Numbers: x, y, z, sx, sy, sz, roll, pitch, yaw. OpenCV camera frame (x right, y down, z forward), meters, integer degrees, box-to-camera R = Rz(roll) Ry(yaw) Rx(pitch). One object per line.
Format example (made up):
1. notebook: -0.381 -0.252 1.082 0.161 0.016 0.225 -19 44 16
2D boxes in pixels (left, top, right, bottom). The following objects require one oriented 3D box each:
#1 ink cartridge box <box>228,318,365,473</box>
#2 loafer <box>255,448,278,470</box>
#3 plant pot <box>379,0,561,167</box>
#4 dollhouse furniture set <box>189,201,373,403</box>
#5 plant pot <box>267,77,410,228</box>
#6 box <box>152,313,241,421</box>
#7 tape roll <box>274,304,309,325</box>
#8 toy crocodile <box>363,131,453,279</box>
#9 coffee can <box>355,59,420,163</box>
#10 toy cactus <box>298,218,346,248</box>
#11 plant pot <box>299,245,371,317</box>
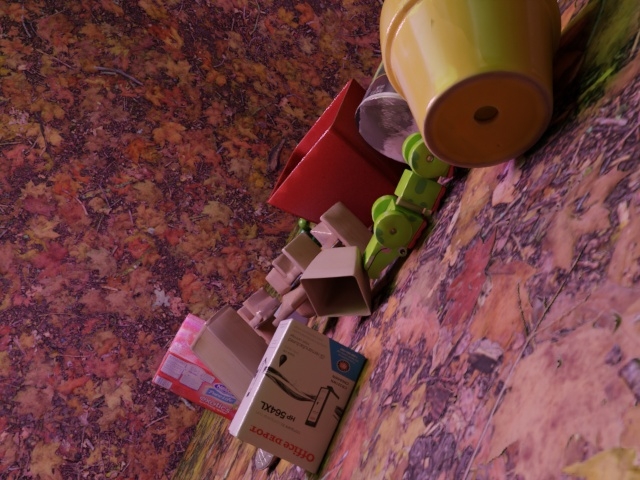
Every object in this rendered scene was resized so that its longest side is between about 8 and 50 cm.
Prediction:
1. ink cartridge box: -0.037 0.253 0.926 0.203 0.148 0.086 -65 10 -17
2. loafer: -0.090 0.417 1.131 0.125 0.039 0.045 -61 41 26
3. plant pot: 0.213 -0.241 0.780 0.254 0.253 0.239 127 153 -46
4. dollhouse furniture set: -0.048 0.182 1.257 0.394 0.256 0.362 -41 -5 -37
5. plant pot: 0.069 -0.173 1.345 0.267 0.235 0.267 -46 15 36
6. box: -0.258 0.343 1.471 0.154 0.299 0.142 -56 9 36
7. tape roll: -0.110 0.272 1.612 0.219 0.072 0.219 -60 8 14
8. toy crocodile: 0.170 -0.081 0.996 0.115 0.105 0.341 -89 24 -73
9. coffee can: 0.212 -0.319 1.123 0.276 0.201 0.201 -65 8 -21
10. toy cactus: 0.000 0.000 1.476 0.180 0.112 0.219 -44 -21 21
11. plant pot: 0.038 0.071 1.057 0.096 0.109 0.109 -73 -32 -45
